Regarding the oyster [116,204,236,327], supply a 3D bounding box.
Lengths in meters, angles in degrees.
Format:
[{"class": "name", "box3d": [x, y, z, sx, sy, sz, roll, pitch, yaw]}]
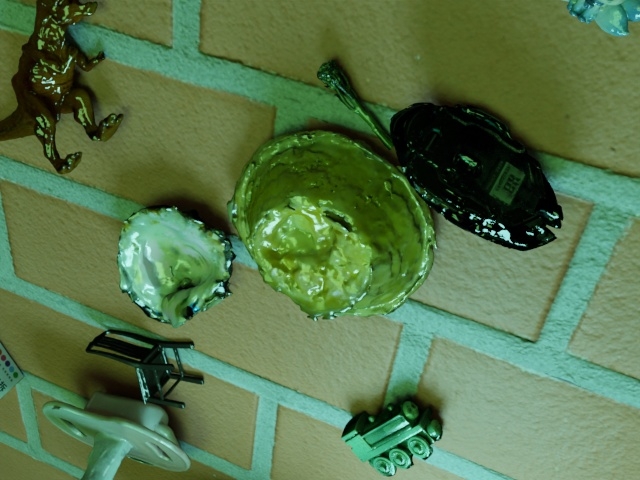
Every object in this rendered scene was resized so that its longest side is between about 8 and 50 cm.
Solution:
[{"class": "oyster", "box3d": [-0.235, 0.051, 1.106, 0.198, 0.092, 0.260, 21, 119, 12]}]

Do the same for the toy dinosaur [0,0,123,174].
[{"class": "toy dinosaur", "box3d": [-0.412, -0.194, 1.022, 0.208, 0.097, 0.432, 51, 126, 5]}]

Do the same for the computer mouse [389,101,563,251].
[{"class": "computer mouse", "box3d": [0.179, -0.074, 0.801, 0.241, 0.146, 0.077, 35, 157, 1]}]

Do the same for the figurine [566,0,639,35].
[{"class": "figurine", "box3d": [0.282, -0.262, 0.649, 0.114, 0.079, 0.114, 16, 125, 24]}]

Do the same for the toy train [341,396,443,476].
[{"class": "toy train", "box3d": [0.122, 0.321, 1.121, 0.111, 0.071, 0.170, 47, 129, 0]}]

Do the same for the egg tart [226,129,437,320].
[{"class": "egg tart", "box3d": [0.000, 0.000, 0.934, 0.315, 0.120, 0.315, 12, 124, 19]}]

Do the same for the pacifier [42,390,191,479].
[{"class": "pacifier", "box3d": [-0.419, 0.414, 1.354, 0.332, 0.273, 0.220, 7, 107, 21]}]

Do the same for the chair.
[{"class": "chair", "box3d": [-0.336, 0.239, 1.279, 0.212, 0.084, 0.101, 3, 118, 24]}]

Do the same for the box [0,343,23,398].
[{"class": "box", "box3d": [-0.831, 0.262, 1.526, 0.273, 0.091, 0.221, -8, 118, 30]}]

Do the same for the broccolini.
[{"class": "broccolini", "box3d": [0.049, -0.169, 0.852, 0.030, 0.035, 0.140, -44, 102, -3]}]
